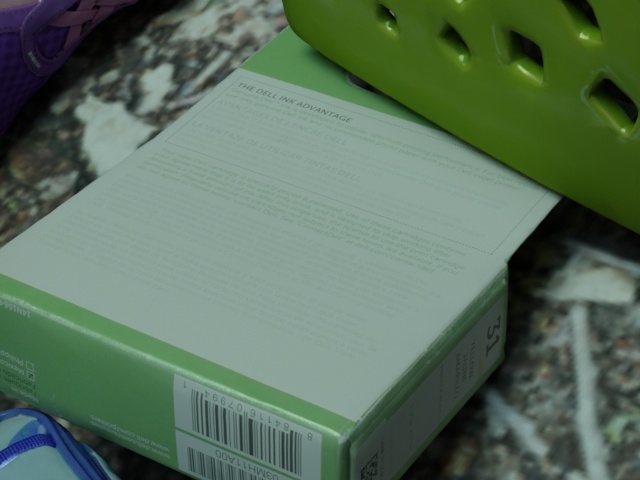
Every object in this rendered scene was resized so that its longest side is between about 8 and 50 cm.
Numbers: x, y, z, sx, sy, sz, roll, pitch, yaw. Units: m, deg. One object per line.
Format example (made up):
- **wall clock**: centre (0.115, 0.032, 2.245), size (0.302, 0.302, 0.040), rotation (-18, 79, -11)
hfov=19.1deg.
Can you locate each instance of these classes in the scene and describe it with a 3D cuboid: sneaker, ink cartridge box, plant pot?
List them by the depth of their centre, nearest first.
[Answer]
- **plant pot**: centre (0.111, -0.171, 0.708), size (0.228, 0.207, 0.227), rotation (32, 67, 35)
- **ink cartridge box**: centre (0.000, 0.000, 0.747), size (0.171, 0.056, 0.235), rotation (20, 40, 27)
- **sneaker**: centre (-0.114, -0.140, 0.929), size (0.104, 0.095, 0.236), rotation (19, 66, 21)

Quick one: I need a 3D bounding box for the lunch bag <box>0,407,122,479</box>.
- **lunch bag**: centre (-0.143, 0.173, 0.674), size (0.219, 0.090, 0.176), rotation (-36, 39, -4)
